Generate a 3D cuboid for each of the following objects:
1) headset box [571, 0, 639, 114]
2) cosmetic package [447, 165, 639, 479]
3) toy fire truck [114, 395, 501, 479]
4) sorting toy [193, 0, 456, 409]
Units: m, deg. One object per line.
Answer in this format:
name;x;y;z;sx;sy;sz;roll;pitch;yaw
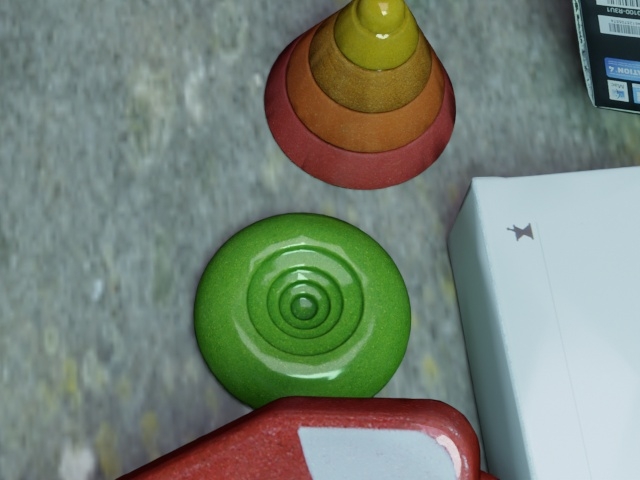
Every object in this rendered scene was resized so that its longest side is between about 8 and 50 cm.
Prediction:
headset box;0.310;-0.204;0.831;0.246;0.131;0.283;11;55;26
cosmetic package;0.242;0.139;0.759;0.285;0.097;0.377;-4;67;-9
toy fire truck;-0.023;0.222;0.636;0.254;0.169;0.302;-1;96;8
sorting toy;0.000;0.000;0.784;0.127;0.126;0.365;15;66;1
